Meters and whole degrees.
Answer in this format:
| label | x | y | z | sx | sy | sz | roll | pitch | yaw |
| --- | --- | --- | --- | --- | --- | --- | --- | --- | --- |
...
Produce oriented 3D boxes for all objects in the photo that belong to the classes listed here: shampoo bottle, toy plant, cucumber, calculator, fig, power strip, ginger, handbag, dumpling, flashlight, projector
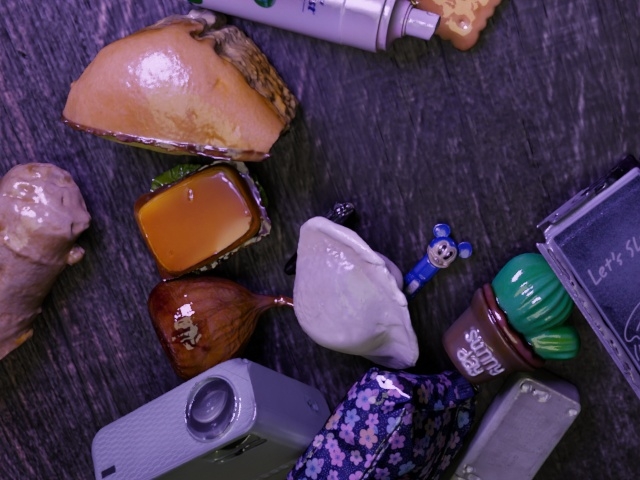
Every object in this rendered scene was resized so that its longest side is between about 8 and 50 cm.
| label | x | y | z | sx | sy | sz | roll | pitch | yaw |
| --- | --- | --- | --- | --- | --- | --- | --- | --- | --- |
| shampoo bottle | -0.016 | -0.274 | 1.095 | 0.303 | 0.092 | 0.092 | 18 | 112 | 11 |
| toy plant | 0.249 | 0.097 | 1.190 | 0.200 | 0.105 | 0.143 | -36 | 91 | 14 |
| cucumber | 0.000 | 0.001 | 1.238 | 0.033 | 0.034 | 0.135 | 34 | 112 | -8 |
| calculator | 0.382 | 0.051 | 1.161 | 0.165 | 0.028 | 0.274 | -36 | 101 | -4 |
| fig | -0.116 | 0.090 | 1.260 | 0.201 | 0.134 | 0.146 | -24 | 136 | -5 |
| power strip | 0.231 | 0.294 | 1.291 | 0.093 | 0.053 | 0.288 | 28 | 112 | -2 |
| ginger | -0.419 | 0.051 | 1.282 | 0.190 | 0.126 | 0.354 | 22 | 110 | -4 |
| handbag | 0.088 | 0.248 | 1.225 | 0.127 | 0.208 | 0.229 | 42 | 107 | 33 |
| dumpling | 0.051 | 0.073 | 1.191 | 0.166 | 0.126 | 0.216 | 11 | 109 | 44 |
| flashlight | 0.132 | 0.036 | 1.226 | 0.057 | 0.035 | 0.121 | 39 | 111 | -6 |
| projector | -0.136 | 0.257 | 1.263 | 0.250 | 0.198 | 0.108 | -29 | 58 | 20 |

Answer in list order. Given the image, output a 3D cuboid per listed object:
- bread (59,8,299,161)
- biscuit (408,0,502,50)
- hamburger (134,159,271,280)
| label | x | y | z | sx | sy | sz | roll | pitch | yaw |
| --- | --- | --- | --- | --- | --- | --- | --- | --- | --- |
| bread | -0.158 | -0.174 | 1.116 | 0.262 | 0.204 | 0.162 | 6 | 113 | 5 |
| biscuit | 0.101 | -0.336 | 1.102 | 0.249 | 0.030 | 0.160 | 31 | 112 | -1 |
| hamburger | -0.143 | -0.034 | 1.220 | 0.166 | 0.087 | 0.137 | -23 | 89 | 14 |
